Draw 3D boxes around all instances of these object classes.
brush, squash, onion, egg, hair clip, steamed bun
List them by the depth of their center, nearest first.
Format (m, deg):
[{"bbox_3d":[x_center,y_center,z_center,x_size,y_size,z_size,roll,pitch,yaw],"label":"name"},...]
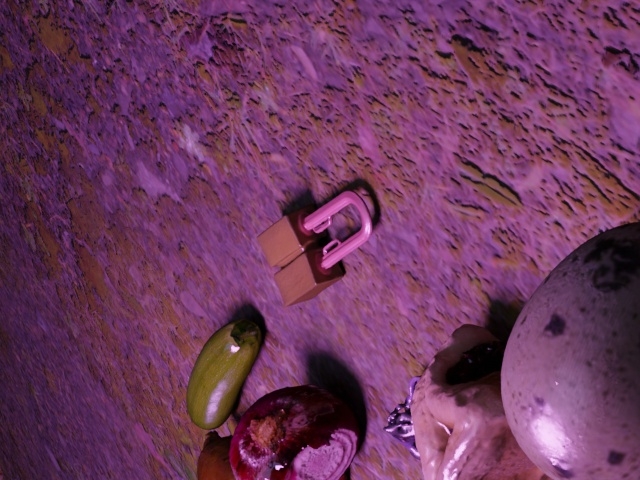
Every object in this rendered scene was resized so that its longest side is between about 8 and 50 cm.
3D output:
[{"bbox_3d":[0.236,0.094,0.972,0.177,0.177,0.228,31,119,50],"label":"egg"},{"bbox_3d":[0.159,0.163,1.211,0.155,0.141,0.172,-118,30,-42],"label":"steamed bun"},{"bbox_3d":[0.134,0.205,1.355,0.195,0.052,0.124,-7,106,56],"label":"hair clip"},{"bbox_3d":[0.000,0.000,1.463,0.233,0.047,0.103,-36,75,60],"label":"brush"},{"bbox_3d":[-0.029,0.269,1.588,0.135,0.173,0.198,50,178,33],"label":"onion"},{"bbox_3d":[-0.151,0.199,1.817,0.082,0.082,0.292,58,149,23],"label":"squash"}]

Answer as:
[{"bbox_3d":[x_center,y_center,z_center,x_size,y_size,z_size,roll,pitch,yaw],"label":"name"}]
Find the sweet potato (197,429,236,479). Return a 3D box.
[{"bbox_3d":[-0.084,0.369,1.740,0.370,0.158,0.157,13,118,58],"label":"sweet potato"}]
